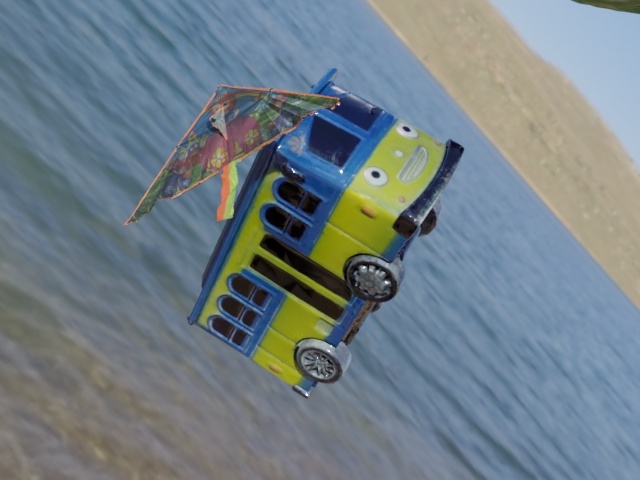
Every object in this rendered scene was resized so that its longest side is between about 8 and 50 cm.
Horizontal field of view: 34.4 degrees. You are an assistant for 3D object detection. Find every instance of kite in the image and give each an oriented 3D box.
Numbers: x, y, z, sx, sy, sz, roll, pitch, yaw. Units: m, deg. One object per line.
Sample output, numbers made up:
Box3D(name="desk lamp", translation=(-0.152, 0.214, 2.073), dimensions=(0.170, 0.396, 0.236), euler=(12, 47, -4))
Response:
Box3D(name="kite", translation=(-0.071, -0.071, 0.766), dimensions=(0.010, 0.190, 0.159), euler=(48, 19, -41))

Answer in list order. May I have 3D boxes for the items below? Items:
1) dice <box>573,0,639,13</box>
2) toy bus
Box3D(name="dice", translation=(0.423, -0.494, 1.374), dimensions=(0.287, 0.297, 0.300), euler=(10, -14, 16))
Box3D(name="toy bus", translation=(0.000, 0.000, 0.986), dimensions=(0.175, 0.287, 0.138), euler=(32, 44, 3))
